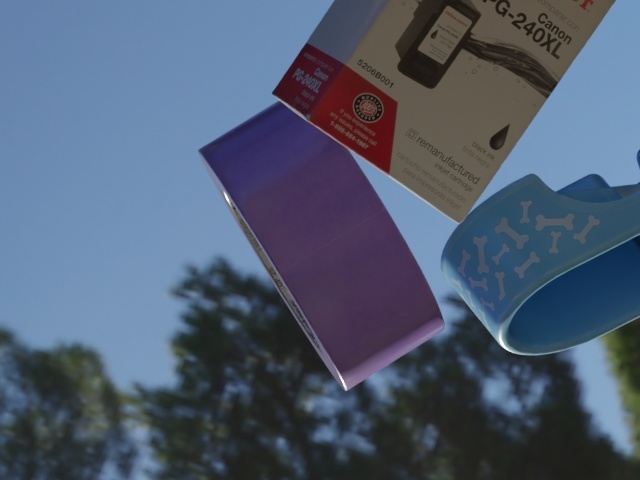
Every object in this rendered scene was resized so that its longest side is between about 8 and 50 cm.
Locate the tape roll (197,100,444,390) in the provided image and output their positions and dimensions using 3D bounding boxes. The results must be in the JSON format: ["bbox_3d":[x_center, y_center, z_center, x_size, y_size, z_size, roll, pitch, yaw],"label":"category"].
[{"bbox_3d":[0.000,0.000,1.190,0.080,0.189,0.189,-31,-50,-4],"label":"tape roll"}]

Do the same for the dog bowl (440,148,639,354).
[{"bbox_3d":[0.234,-0.013,1.288,0.297,0.074,0.166,-27,-30,7],"label":"dog bowl"}]

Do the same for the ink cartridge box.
[{"bbox_3d":[0.066,-0.104,0.930,0.109,0.063,0.150,33,-86,-24],"label":"ink cartridge box"}]
